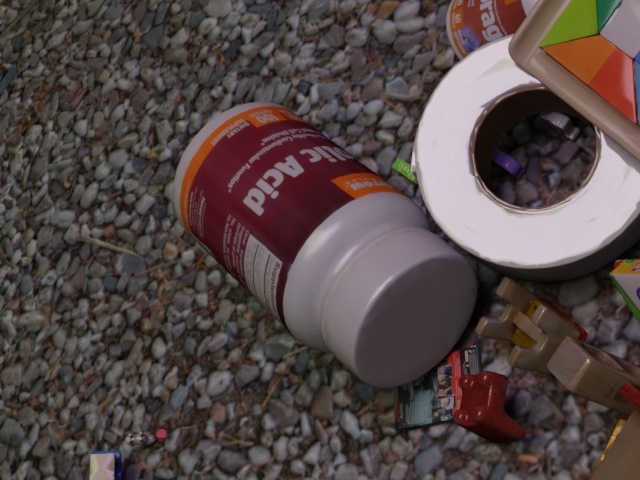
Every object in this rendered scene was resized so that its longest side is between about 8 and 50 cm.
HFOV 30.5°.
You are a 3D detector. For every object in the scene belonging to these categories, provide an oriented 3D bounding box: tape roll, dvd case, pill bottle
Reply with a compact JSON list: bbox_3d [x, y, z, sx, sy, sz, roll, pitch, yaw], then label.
[{"bbox_3d":[0.256,-0.097,1.369,0.286,0.100,0.286,-4,79,19],"label":"tape roll"},{"bbox_3d":[0.143,0.182,1.434,0.119,0.013,0.087,-17,60,29],"label":"dvd case"},{"bbox_3d":[0.265,-0.287,1.446,0.216,0.121,0.121,-15,59,56],"label":"pill bottle"},{"bbox_3d":[0.000,0.000,1.484,0.224,0.224,0.392,-53,49,4],"label":"pill bottle"}]

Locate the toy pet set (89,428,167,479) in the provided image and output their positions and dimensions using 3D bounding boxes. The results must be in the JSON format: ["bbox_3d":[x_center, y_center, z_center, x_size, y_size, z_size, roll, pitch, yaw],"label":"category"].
[{"bbox_3d":[-0.268,0.334,1.651,0.114,0.065,0.122,-2,67,-2],"label":"toy pet set"}]

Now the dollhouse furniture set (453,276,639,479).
[{"bbox_3d":[0.285,0.217,1.243,0.201,0.152,0.374,-61,27,10],"label":"dollhouse furniture set"}]

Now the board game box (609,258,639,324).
[{"bbox_3d":[0.387,0.075,1.163,0.039,0.124,0.259,-36,11,-15],"label":"board game box"}]

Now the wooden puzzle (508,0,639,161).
[{"bbox_3d":[0.340,-0.225,1.246,0.239,0.044,0.221,44,112,27],"label":"wooden puzzle"}]

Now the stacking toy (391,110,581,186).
[{"bbox_3d":[0.204,-0.119,1.503,0.221,0.052,0.167,37,93,41],"label":"stacking toy"}]
